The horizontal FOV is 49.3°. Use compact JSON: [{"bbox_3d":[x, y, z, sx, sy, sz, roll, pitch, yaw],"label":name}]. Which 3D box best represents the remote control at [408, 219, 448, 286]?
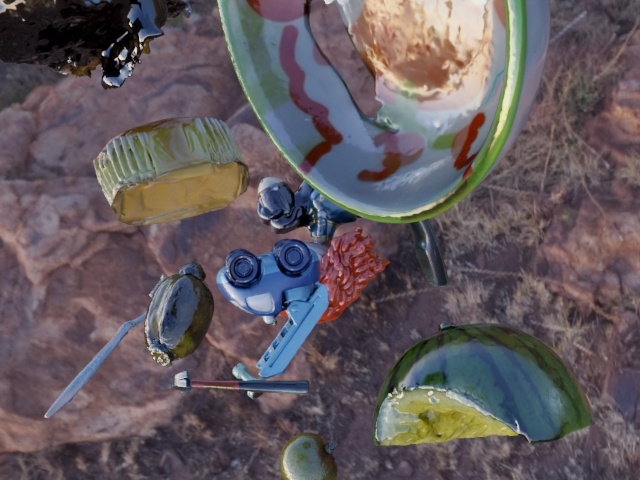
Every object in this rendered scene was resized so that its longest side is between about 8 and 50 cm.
[{"bbox_3d":[0.256,0.017,1.680,0.042,0.222,0.072,-32,23,-20],"label":"remote control"}]

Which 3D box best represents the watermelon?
[{"bbox_3d":[0.241,0.217,1.061,0.330,0.330,0.190,-7,82,22],"label":"watermelon"}]

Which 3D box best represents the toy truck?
[{"bbox_3d":[-0.031,0.046,0.485,0.073,0.056,0.090,-12,92,-8],"label":"toy truck"}]

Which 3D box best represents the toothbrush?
[{"bbox_3d":[-0.401,0.200,1.355,0.028,0.037,0.375,-24,23,45],"label":"toothbrush"}]

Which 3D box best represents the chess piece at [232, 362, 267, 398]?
[{"bbox_3d":[-0.206,0.399,2.004,0.103,0.067,0.067,38,83,28],"label":"chess piece"}]

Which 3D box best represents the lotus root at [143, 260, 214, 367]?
[{"bbox_3d":[-0.257,0.132,1.278,0.120,0.120,0.210,-2,55,24],"label":"lotus root"}]

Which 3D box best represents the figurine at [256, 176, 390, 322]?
[{"bbox_3d":[-0.007,-0.009,1.703,0.306,0.241,0.412,-12,82,-20],"label":"figurine"}]

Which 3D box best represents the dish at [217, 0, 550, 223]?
[{"bbox_3d":[0.056,-0.184,0.549,0.124,0.324,0.324,-28,47,-31],"label":"dish"}]

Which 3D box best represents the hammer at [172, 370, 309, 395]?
[{"bbox_3d":[-0.164,0.297,1.430,0.287,0.111,0.033,1,68,5],"label":"hammer"}]

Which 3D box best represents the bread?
[{"bbox_3d":[-0.201,-0.098,0.938,0.190,0.132,0.114,-18,69,-21],"label":"bread"}]

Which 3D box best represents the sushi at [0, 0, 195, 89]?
[{"bbox_3d":[-0.301,-0.294,0.850,0.207,0.348,0.234,-36,91,24],"label":"sushi"}]

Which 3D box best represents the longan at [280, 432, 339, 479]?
[{"bbox_3d":[-0.022,0.573,1.801,0.176,0.155,0.145,-31,26,5],"label":"longan"}]

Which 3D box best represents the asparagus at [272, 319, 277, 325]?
[{"bbox_3d":[-0.139,0.171,1.868,0.015,0.127,0.018,-24,17,-27],"label":"asparagus"}]
